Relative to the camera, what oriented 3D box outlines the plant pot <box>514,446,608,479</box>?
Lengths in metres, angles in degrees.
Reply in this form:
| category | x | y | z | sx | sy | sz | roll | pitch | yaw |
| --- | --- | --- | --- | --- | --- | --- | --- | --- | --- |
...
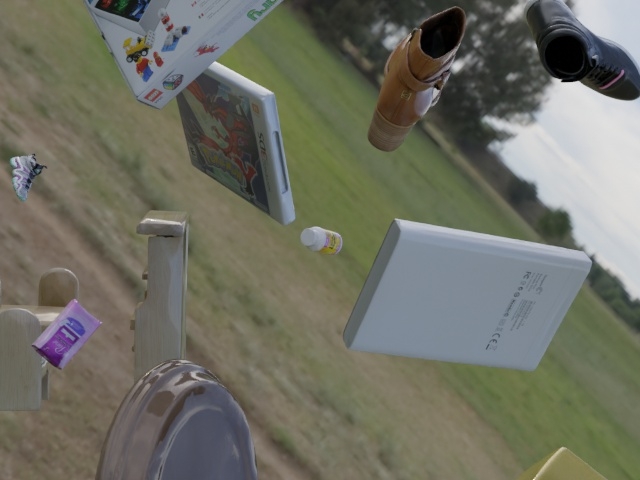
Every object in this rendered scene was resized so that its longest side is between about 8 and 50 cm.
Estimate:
| category | x | y | z | sx | sy | sz | roll | pitch | yaw |
| --- | --- | --- | --- | --- | --- | --- | --- | --- | --- |
| plant pot | 0.450 | 0.525 | 2.011 | 0.212 | 0.187 | 0.212 | 38 | -36 | 4 |

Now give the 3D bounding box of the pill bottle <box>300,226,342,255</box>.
| category | x | y | z | sx | sy | sz | roll | pitch | yaw |
| --- | --- | --- | --- | --- | --- | --- | --- | --- | --- |
| pill bottle | 0.000 | 0.000 | 1.836 | 0.043 | 0.043 | 0.083 | 49 | 18 | 28 |

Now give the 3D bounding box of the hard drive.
| category | x | y | z | sx | sy | sz | roll | pitch | yaw |
| --- | --- | --- | --- | --- | --- | --- | --- | --- | --- |
| hard drive | 0.236 | 0.096 | 1.695 | 0.353 | 0.233 | 0.047 | 9 | 30 | -24 |

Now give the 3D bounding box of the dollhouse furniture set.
| category | x | y | z | sx | sy | sz | roll | pitch | yaw |
| --- | --- | --- | --- | --- | --- | --- | --- | --- | --- |
| dollhouse furniture set | -0.404 | 0.085 | 1.601 | 0.394 | 0.257 | 0.362 | 2 | 7 | -4 |

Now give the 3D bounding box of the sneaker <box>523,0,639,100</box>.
| category | x | y | z | sx | sy | sz | roll | pitch | yaw |
| --- | --- | --- | --- | --- | --- | --- | --- | --- | --- |
| sneaker | 0.487 | -0.315 | 1.920 | 0.295 | 0.104 | 0.147 | 33 | 36 | -24 |

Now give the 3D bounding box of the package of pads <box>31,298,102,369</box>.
| category | x | y | z | sx | sy | sz | roll | pitch | yaw |
| --- | --- | --- | --- | --- | --- | --- | --- | --- | --- |
| package of pads | -0.332 | 0.123 | 1.379 | 0.050 | 0.083 | 0.032 | 43 | -20 | -11 |

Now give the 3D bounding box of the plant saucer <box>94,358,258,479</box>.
| category | x | y | z | sx | sy | sz | roll | pitch | yaw |
| --- | --- | --- | --- | --- | --- | --- | --- | --- | --- |
| plant saucer | -0.123 | 0.251 | 0.992 | 0.278 | 0.041 | 0.278 | -2 | 90 | -69 |

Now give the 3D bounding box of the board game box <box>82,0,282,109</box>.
| category | x | y | z | sx | sy | sz | roll | pitch | yaw |
| --- | --- | --- | --- | --- | --- | --- | --- | --- | --- |
| board game box | -0.130 | -0.319 | 1.201 | 0.053 | 0.305 | 0.193 | 17 | 39 | -60 |

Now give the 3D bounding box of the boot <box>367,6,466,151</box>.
| category | x | y | z | sx | sy | sz | roll | pitch | yaw |
| --- | --- | --- | --- | --- | --- | --- | --- | --- | --- |
| boot | 0.164 | -0.297 | 1.667 | 0.109 | 0.220 | 0.283 | 31 | 52 | 3 |

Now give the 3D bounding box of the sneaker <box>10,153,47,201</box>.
| category | x | y | z | sx | sy | sz | roll | pitch | yaw |
| --- | --- | --- | --- | --- | --- | --- | --- | --- | --- |
| sneaker | -0.556 | -0.125 | 2.026 | 0.038 | 0.069 | 0.098 | 74 | 0 | -68 |

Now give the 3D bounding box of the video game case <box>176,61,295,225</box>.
| category | x | y | z | sx | sy | sz | roll | pitch | yaw |
| --- | --- | --- | --- | --- | --- | --- | --- | --- | --- |
| video game case | -0.112 | -0.132 | 1.290 | 0.201 | 0.023 | 0.183 | 34 | -35 | 40 |
